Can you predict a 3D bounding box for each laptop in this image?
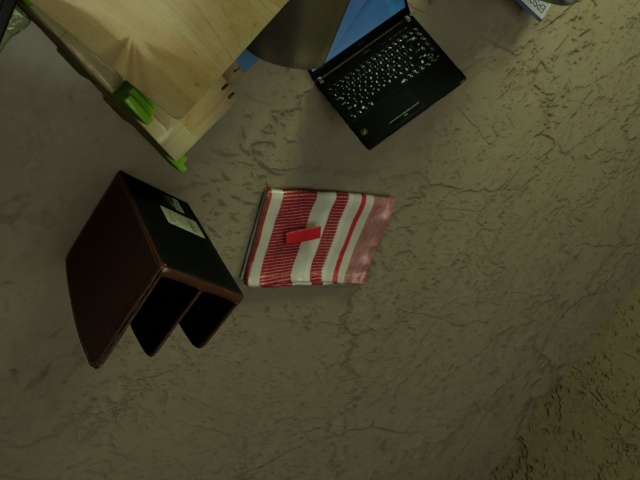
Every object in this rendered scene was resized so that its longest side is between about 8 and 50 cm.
[{"bbox_3d":[0.101,-0.346,1.042,0.234,0.264,0.136,-36,170,-4],"label":"laptop"}]

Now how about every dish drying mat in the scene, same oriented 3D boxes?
[{"bbox_3d":[-0.038,-0.011,1.241,0.083,0.008,0.032,-13,124,-24],"label":"dish drying mat"}]

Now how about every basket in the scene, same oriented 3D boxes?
[{"bbox_3d":[-0.030,-0.380,0.841,0.204,0.154,0.227,-1,128,-25],"label":"basket"}]

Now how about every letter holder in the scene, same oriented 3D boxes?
[{"bbox_3d":[-0.295,0.064,0.974,0.152,0.302,0.214,28,105,-42],"label":"letter holder"}]

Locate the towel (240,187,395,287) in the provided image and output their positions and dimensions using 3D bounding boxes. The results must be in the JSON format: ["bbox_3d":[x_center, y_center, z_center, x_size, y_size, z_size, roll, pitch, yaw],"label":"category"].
[{"bbox_3d":[0.000,0.000,1.296,0.329,0.037,0.237,1,120,-32],"label":"towel"}]

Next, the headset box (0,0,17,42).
[{"bbox_3d":[-0.481,-0.336,0.625,0.293,0.110,0.218,31,105,1],"label":"headset box"}]

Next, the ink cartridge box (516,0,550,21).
[{"bbox_3d":[0.407,-0.624,1.088,0.303,0.072,0.307,17,114,-40],"label":"ink cartridge box"}]

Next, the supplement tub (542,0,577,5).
[{"bbox_3d":[0.412,-0.571,0.950,0.193,0.193,0.316,9,116,-36],"label":"supplement tub"}]

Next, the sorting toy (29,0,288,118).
[{"bbox_3d":[-0.188,-0.326,0.687,0.255,0.089,0.257,-46,132,5],"label":"sorting toy"}]

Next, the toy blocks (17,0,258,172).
[{"bbox_3d":[-0.230,-0.314,0.857,0.261,0.190,0.381,-48,134,-9],"label":"toy blocks"}]

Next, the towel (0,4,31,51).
[{"bbox_3d":[-0.481,-0.314,0.778,0.110,0.027,0.148,-44,133,4],"label":"towel"}]
